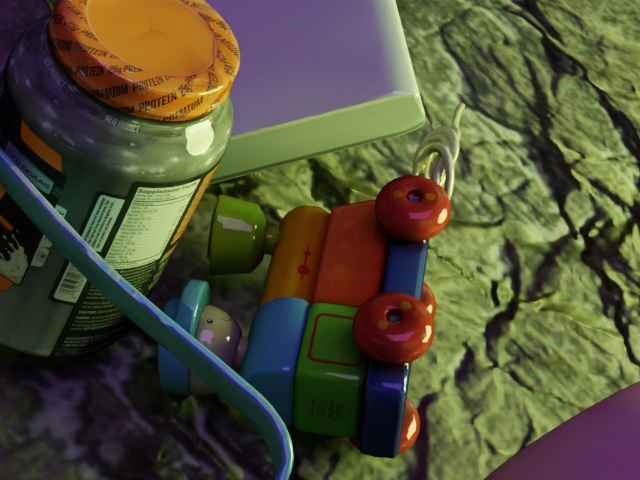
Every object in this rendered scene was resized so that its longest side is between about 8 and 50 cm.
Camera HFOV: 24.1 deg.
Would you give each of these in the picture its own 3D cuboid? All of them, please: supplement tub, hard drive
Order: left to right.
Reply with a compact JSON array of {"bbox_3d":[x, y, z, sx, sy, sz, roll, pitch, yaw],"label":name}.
[{"bbox_3d":[-0.118,-0.038,0.768,0.117,0.190,0.117,18,40,-16],"label":"supplement tub"},{"bbox_3d":[-0.063,-0.174,0.949,0.203,0.040,0.307,-14,55,4],"label":"hard drive"}]

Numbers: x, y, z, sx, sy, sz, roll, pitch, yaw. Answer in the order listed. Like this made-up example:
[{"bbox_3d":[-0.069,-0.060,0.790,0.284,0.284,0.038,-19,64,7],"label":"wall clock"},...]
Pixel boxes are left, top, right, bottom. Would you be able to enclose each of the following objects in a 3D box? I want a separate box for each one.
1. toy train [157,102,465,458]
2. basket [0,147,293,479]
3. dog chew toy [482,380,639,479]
[{"bbox_3d":[0.000,0.000,0.862,0.143,0.105,0.248,8,48,4],"label":"toy train"},{"bbox_3d":[-0.186,0.101,0.630,0.255,0.201,0.289,41,58,9],"label":"basket"},{"bbox_3d":[0.203,0.229,0.684,0.207,0.206,0.332,-20,69,-32],"label":"dog chew toy"}]
